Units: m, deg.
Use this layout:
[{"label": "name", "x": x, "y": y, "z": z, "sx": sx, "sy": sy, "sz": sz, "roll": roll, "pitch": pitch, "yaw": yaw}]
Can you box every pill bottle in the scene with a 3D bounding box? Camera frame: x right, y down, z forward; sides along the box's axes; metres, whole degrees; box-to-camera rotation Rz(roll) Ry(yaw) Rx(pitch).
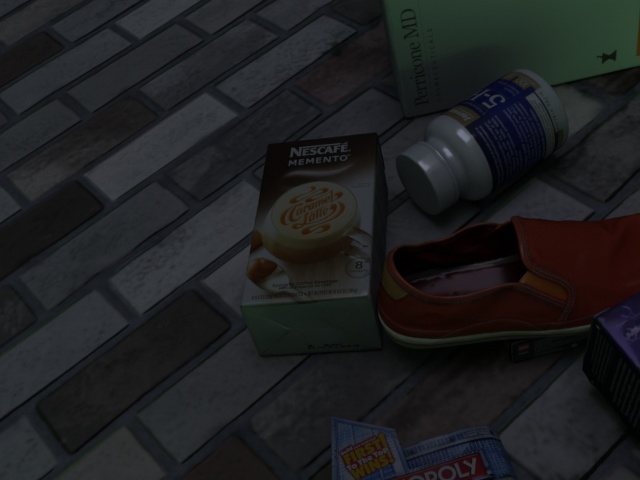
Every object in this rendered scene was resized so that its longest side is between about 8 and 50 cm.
[{"label": "pill bottle", "x": 0.188, "y": -0.113, "z": 1.058, "sx": 0.186, "sy": 0.112, "sz": 0.112, "roll": -33, "pitch": 48, "yaw": -15}]

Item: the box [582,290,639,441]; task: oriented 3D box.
[{"label": "box", "x": 0.353, "y": 0.130, "z": 0.772, "sx": 0.153, "sy": 0.108, "sz": 0.207, "roll": -28, "pitch": 56, "yaw": -10}]

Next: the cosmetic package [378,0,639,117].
[{"label": "cosmetic package", "x": 0.301, "y": -0.336, "z": 1.150, "sx": 0.452, "sy": 0.230, "sz": 0.162, "roll": -12, "pitch": 47, "yaw": 6}]

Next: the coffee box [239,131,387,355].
[{"label": "coffee box", "x": 0.000, "y": 0.000, "z": 1.016, "sx": 0.141, "sy": 0.098, "sz": 0.247, "roll": -5, "pitch": 48, "yaw": 11}]

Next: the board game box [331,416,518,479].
[{"label": "board game box", "x": 0.085, "y": 0.235, "z": 0.805, "sx": 0.194, "sy": 0.060, "sz": 0.194, "roll": -18, "pitch": 47, "yaw": -1}]

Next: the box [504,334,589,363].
[{"label": "box", "x": 0.282, "y": 0.049, "z": 0.935, "sx": 0.206, "sy": 0.036, "sz": 0.114, "roll": -14, "pitch": 46, "yaw": 3}]

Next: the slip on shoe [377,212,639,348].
[{"label": "slip on shoe", "x": 0.216, "y": 0.026, "z": 0.880, "sx": 0.331, "sy": 0.101, "sz": 0.123, "roll": -10, "pitch": 45, "yaw": 5}]
